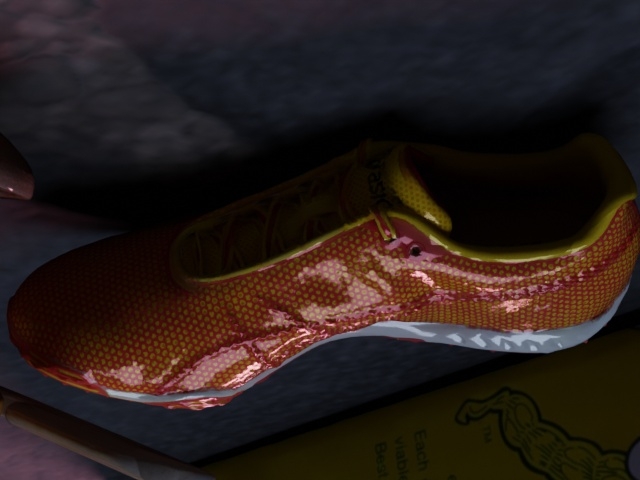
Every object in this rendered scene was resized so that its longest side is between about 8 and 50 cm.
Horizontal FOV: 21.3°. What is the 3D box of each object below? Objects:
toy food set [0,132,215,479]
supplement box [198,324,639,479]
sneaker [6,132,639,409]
[{"bbox_3d":[-0.130,-0.009,0.382,0.218,0.071,0.128,20,176,-39],"label":"toy food set"},{"bbox_3d":[0.119,0.161,0.687,0.356,0.195,0.194,-21,154,30],"label":"supplement box"},{"bbox_3d":[0.000,0.000,0.465,0.175,0.064,0.067,-11,137,-5],"label":"sneaker"}]
